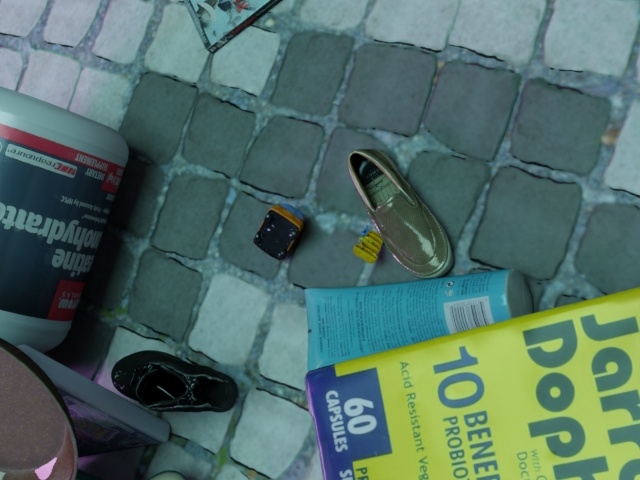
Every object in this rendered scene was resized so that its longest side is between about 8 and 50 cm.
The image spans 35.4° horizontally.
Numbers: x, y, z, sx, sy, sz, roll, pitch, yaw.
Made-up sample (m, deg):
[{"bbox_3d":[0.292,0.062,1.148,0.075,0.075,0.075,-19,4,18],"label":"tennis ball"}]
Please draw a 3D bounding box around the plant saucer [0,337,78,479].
[{"bbox_3d":[-0.280,0.140,0.821,0.199,0.036,0.198,9,123,15],"label":"plant saucer"}]

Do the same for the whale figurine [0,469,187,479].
[{"bbox_3d":[-0.244,0.269,0.938,0.272,0.141,0.216,-9,97,5],"label":"whale figurine"}]

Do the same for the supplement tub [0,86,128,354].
[{"bbox_3d":[-0.316,-0.005,0.985,0.191,0.191,0.272,18,89,31],"label":"supplement tub"}]

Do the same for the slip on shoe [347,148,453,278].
[{"bbox_3d":[0.065,-0.025,0.863,0.051,0.041,0.135,-35,65,19],"label":"slip on shoe"}]

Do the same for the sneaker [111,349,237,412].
[{"bbox_3d":[-0.144,0.129,0.920,0.170,0.089,0.051,7,83,30],"label":"sneaker"}]

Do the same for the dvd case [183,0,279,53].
[{"bbox_3d":[-0.082,-0.256,1.010,0.119,0.013,0.087,-33,66,20],"label":"dvd case"}]

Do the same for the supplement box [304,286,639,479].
[{"bbox_3d":[0.199,0.147,0.657,0.357,0.195,0.194,-17,72,22],"label":"supplement box"}]

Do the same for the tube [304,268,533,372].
[{"bbox_3d":[0.072,0.066,0.841,0.207,0.052,0.080,-11,70,32],"label":"tube"}]

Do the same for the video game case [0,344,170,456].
[{"bbox_3d":[-0.271,0.158,0.923,0.183,0.201,0.023,-14,56,26],"label":"video game case"}]

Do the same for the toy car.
[{"bbox_3d":[0.000,0.000,0.909,0.122,0.060,0.040,21,46,15],"label":"toy car"}]
